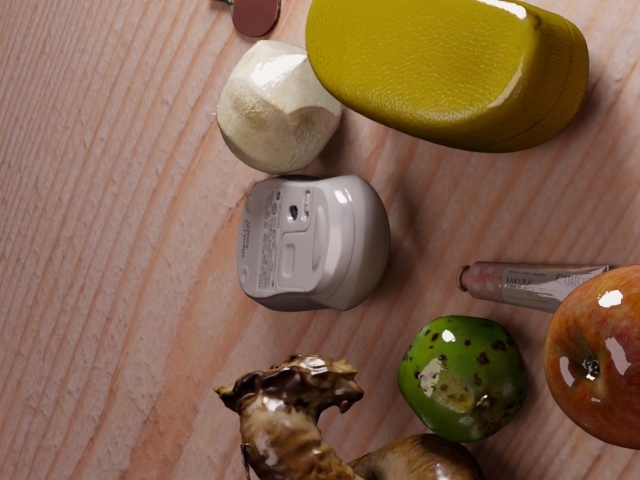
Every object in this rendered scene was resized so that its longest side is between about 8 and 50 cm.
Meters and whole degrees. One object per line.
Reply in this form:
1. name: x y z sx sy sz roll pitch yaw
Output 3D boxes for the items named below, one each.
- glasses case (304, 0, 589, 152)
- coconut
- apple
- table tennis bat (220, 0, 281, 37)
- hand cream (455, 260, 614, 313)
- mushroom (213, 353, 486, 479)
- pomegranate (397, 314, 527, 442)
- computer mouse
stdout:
1. glasses case: 0.139 -0.197 1.804 0.371 0.141 0.173 23 96 47
2. coconut: -0.046 -0.176 2.017 0.162 0.161 0.161 -54 54 31
3. apple: 0.318 0.116 1.586 0.188 0.174 0.188 8 100 53
4. table tennis bat: -0.106 -0.329 2.188 0.158 0.014 0.095 20 109 46
5. hand cream: 0.240 0.053 1.783 0.210 0.043 0.067 5 97 45
6. mushroom: 0.046 0.336 1.829 0.331 0.356 0.334 -10 42 25
7. pomegranate: 0.154 0.139 1.819 0.143 0.122 0.169 -30 50 8
8. computer mouse: 0.000 0.000 2.008 0.297 0.121 0.184 -10 78 63
